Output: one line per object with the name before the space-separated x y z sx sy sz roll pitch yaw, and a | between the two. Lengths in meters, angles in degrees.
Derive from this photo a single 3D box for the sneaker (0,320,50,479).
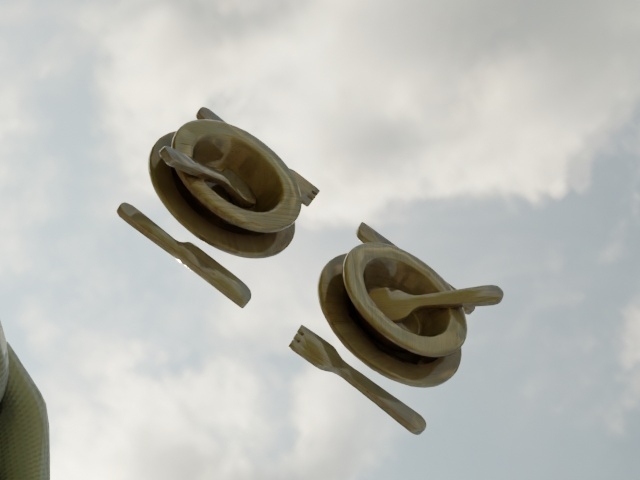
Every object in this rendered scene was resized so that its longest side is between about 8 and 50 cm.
sneaker | -0.113 0.044 0.373 0.232 0.090 0.115 30 -81 40

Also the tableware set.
tableware set | 0.000 0.000 0.870 0.039 0.194 0.128 -51 -175 33
